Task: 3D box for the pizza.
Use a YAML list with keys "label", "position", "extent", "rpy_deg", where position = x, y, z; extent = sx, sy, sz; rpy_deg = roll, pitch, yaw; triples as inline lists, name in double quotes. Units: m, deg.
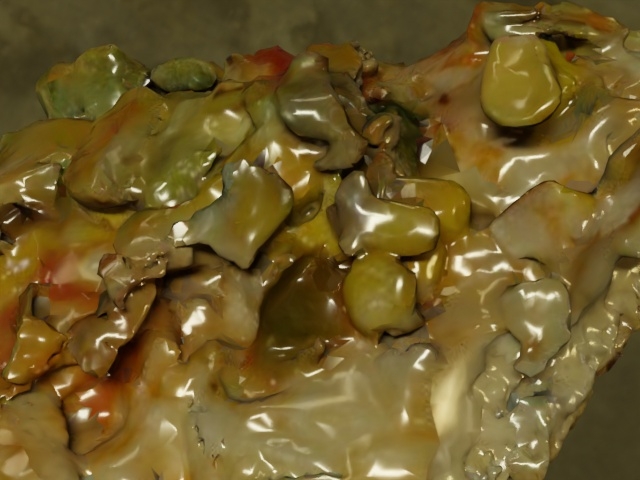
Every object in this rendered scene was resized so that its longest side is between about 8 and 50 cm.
- label: "pizza"
  position: [0.000, 0.000, 0.348]
  extent: [0.226, 0.069, 0.147]
  rpy_deg: [-7, 50, 11]
